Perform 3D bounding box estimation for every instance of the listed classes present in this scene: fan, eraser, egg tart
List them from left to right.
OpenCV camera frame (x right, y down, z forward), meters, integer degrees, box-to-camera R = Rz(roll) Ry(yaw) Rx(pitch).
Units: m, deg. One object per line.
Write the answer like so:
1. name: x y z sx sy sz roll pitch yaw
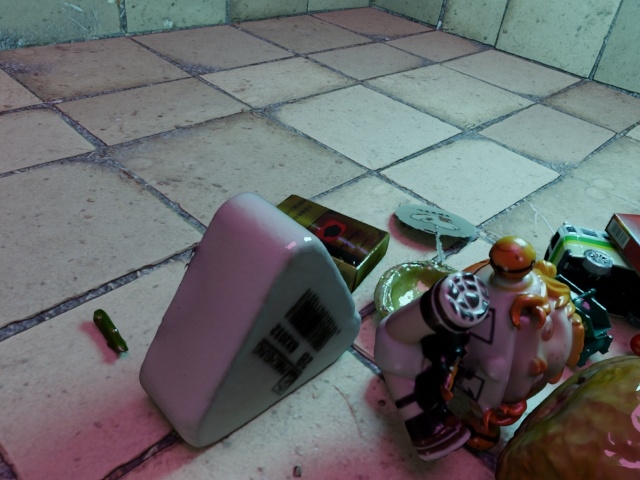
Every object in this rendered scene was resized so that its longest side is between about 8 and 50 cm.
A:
1. eraser: -0.068 0.113 0.779 0.150 0.331 0.331 35 44 29
2. egg tart: 0.183 0.115 0.941 0.197 0.078 0.197 4 36 -3
3. fan: 0.254 -0.024 1.139 0.191 0.009 0.329 14 23 5

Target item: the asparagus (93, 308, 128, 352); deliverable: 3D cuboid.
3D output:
1. asparagus: -0.334 0.149 0.836 0.025 0.021 0.108 -26 48 -32

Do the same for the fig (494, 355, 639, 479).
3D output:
1. fig: 0.388 0.321 0.576 0.286 0.286 0.368 -19 58 -33

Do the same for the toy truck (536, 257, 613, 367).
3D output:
1. toy truck: 0.423 0.116 0.953 0.110 0.116 0.216 -15 42 -28

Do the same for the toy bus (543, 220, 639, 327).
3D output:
1. toy bus: 0.594 0.065 1.042 0.276 0.133 0.164 13 38 4

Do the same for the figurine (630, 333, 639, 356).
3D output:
1. figurine: 0.660 0.239 0.841 0.186 0.176 0.287 -44 29 1

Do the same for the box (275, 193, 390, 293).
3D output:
1. box: 0.000 0.000 1.067 0.240 0.071 0.159 24 37 22

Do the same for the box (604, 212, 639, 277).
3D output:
1. box: 0.617 0.019 0.958 0.112 0.048 0.175 3 39 -7

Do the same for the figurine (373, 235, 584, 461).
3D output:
1. figurine: 0.236 0.135 0.747 0.323 0.320 0.196 -9 24 -36
